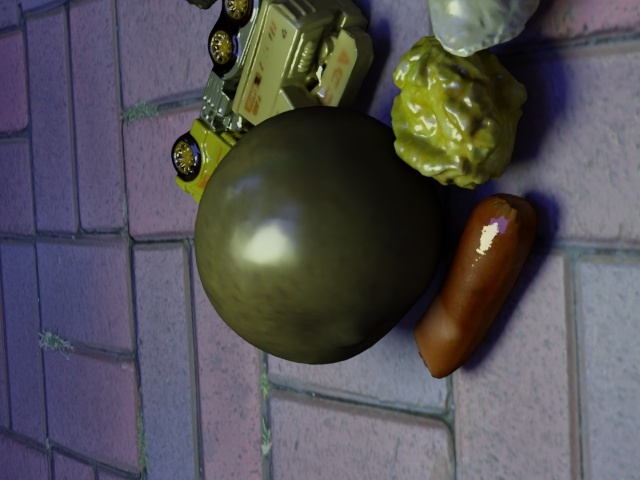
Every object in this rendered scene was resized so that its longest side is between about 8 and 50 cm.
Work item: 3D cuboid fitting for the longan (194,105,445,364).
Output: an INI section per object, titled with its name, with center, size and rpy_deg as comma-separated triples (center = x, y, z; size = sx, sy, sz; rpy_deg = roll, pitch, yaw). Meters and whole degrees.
[longan]
center = 0.000, 0.000, 1.746
size = 0.361, 0.361, 0.361
rpy_deg = 10, 102, 55

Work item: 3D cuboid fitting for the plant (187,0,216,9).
[plant]
center = -0.161, -0.534, 2.009
size = 0.312, 0.215, 0.213
rpy_deg = -55, -6, -5

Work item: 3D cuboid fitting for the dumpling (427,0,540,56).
[dumpling]
center = 0.208, -0.320, 1.559
size = 0.162, 0.132, 0.250
rpy_deg = -12, 47, 33

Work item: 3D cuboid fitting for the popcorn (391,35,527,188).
[popcorn]
center = 0.177, -0.161, 1.612
size = 0.197, 0.155, 0.198
rpy_deg = 172, 90, -67

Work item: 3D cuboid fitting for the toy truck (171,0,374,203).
[toy truck]
center = -0.066, -0.208, 1.957
size = 0.254, 0.180, 0.405
rpy_deg = 46, 127, 34

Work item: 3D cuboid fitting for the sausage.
[sausage]
center = 0.201, 0.063, 1.674
size = 0.089, 0.083, 0.300
rpy_deg = 51, 136, 32
